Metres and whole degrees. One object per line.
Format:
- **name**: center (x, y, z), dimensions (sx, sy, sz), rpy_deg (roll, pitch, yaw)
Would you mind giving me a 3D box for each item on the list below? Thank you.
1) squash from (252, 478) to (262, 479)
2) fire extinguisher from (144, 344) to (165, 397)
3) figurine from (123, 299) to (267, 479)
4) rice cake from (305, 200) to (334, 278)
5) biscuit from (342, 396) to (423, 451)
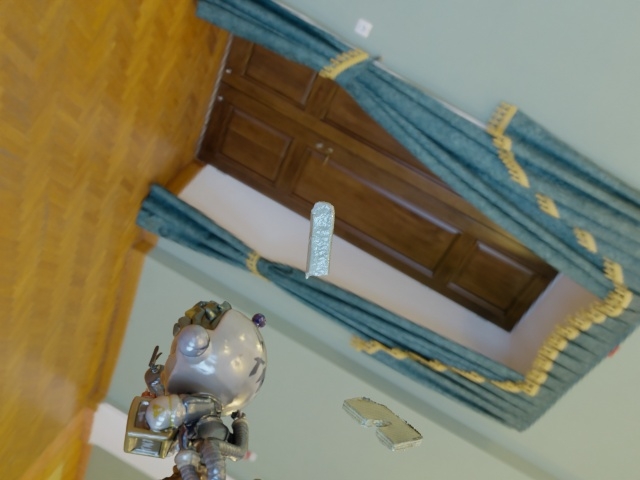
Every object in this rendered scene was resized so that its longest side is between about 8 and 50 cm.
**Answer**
- **squash**: center (-0.207, 0.804, 1.701), dimensions (0.189, 0.189, 0.260), rpy_deg (-21, 96, -83)
- **fire extinguisher**: center (-0.444, 0.421, 1.802), dimensions (0.089, 0.072, 0.267), rpy_deg (-64, 152, -47)
- **figurine**: center (-0.193, 0.253, 0.997), dimensions (0.382, 0.186, 0.261), rpy_deg (-79, -167, -49)
- **rice cake**: center (0.000, -0.001, 1.631), dimensions (0.069, 0.063, 0.206), rpy_deg (103, -8, -88)
- **biscuit**: center (0.196, 0.585, 2.027), dimensions (0.147, 0.250, 0.046), rpy_deg (4, 110, -44)
